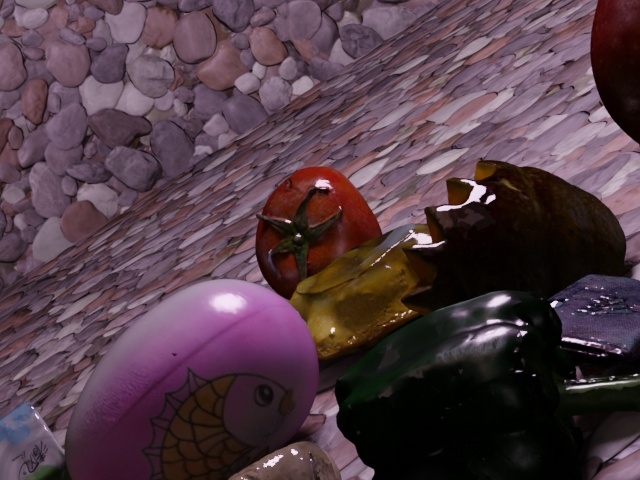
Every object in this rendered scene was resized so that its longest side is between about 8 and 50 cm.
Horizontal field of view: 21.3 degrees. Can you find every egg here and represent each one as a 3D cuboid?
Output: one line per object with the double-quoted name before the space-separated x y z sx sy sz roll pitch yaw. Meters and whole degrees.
"egg" -0.127 0.158 1.672 0.271 0.196 0.196 -43 13 5

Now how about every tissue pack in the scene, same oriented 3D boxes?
"tissue pack" -0.341 0.307 1.750 0.229 0.145 0.159 -36 -29 -13

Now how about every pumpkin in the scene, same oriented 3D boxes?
"pumpkin" 0.183 0.005 1.570 0.149 0.130 0.254 0 49 42

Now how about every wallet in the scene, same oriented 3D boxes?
"wallet" 0.238 0.067 1.392 0.111 0.030 0.166 11 23 36

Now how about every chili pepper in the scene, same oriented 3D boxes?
"chili pepper" 0.146 0.119 1.265 0.261 0.165 0.174 -20 5 13

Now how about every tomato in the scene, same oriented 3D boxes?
"tomato" 0.000 0.000 2.049 0.167 0.167 0.167 -31 13 8

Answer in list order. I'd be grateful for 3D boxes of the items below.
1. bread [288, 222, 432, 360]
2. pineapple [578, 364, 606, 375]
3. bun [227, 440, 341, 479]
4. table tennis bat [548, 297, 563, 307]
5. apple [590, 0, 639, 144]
"bread" 0.069 0.048 1.844 0.233 0.088 0.161 -31 8 -6
"pineapple" 0.229 0.087 1.427 0.045 0.019 0.083 -9 28 -6
"bun" -0.046 0.242 1.351 0.166 0.113 0.173 -30 -11 -11
"table tennis bat" 0.158 0.131 1.450 0.153 0.040 0.244 -12 27 44
"apple" 0.401 -0.193 1.559 0.288 0.288 0.317 -38 22 -22
